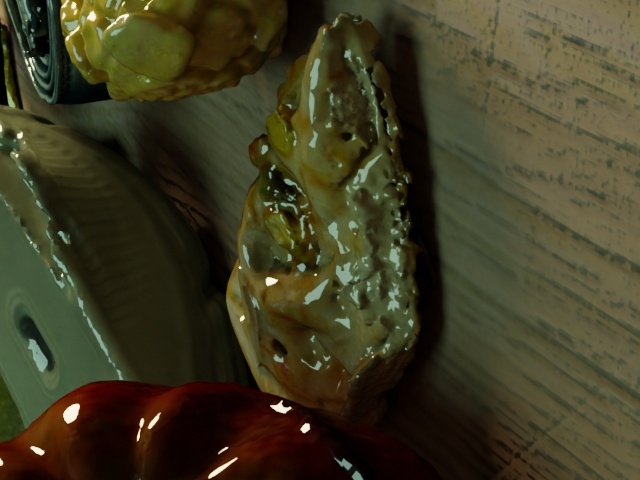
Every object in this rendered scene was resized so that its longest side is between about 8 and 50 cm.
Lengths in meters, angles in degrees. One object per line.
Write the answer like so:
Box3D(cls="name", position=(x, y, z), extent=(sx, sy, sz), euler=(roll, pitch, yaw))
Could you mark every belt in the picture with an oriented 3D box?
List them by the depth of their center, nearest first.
Box3D(cls="belt", position=(-0.193, -0.226, 1.437), extent=(0.206, 0.116, 0.267), euler=(99, 155, -50))

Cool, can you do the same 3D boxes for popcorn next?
Box3D(cls="popcorn", position=(-0.084, -0.155, 1.190), extent=(0.194, 0.140, 0.163), euler=(-51, 43, 49))

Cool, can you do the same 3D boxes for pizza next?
Box3D(cls="pizza", position=(0.001, 0.000, 1.122), extent=(0.297, 0.071, 0.189), euler=(109, 145, -49))

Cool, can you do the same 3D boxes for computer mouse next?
Box3D(cls="computer mouse", position=(-0.152, 0.070, 1.438), extent=(0.429, 0.145, 0.228), euler=(59, 144, 19))

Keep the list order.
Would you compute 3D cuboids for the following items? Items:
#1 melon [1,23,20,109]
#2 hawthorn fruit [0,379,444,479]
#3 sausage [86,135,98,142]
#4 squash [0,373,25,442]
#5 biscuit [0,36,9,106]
Box3D(cls="melon", position=(-0.320, -0.123, 1.912), extent=(0.114, 0.053, 0.262), euler=(-21, 83, 49))
Box3D(cls="hawthorn fruit", position=(-0.071, 0.285, 1.048), extent=(0.403, 0.403, 0.403), euler=(170, 90, -68))
Box3D(cls="sausage", position=(-0.226, -0.055, 1.648), extent=(0.194, 0.077, 0.077), euler=(-170, 72, -65))
Box3D(cls="squash", position=(-0.271, 0.190, 1.645), extent=(0.309, 0.310, 0.310), euler=(55, 150, 20))
Box3D(cls="biscuit", position=(-0.338, -0.295, 1.686), extent=(0.407, 0.091, 0.407), euler=(175, 90, -81))
